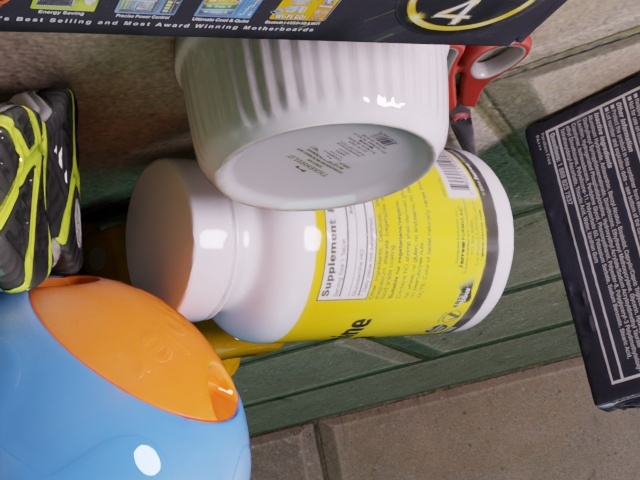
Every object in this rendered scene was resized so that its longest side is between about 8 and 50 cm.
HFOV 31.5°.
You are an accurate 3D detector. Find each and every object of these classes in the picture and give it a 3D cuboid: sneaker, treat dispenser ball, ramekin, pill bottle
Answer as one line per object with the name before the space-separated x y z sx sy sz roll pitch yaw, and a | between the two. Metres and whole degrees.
sneaker | -0.249 -0.037 0.791 0.147 0.145 0.384 -4 -179 -3
treat dispenser ball | -0.198 0.170 0.880 0.288 0.288 0.288 -10 164 -3
ramekin | -0.002 -0.100 0.836 0.207 0.109 0.207 -6 160 -2
pill bottle | 0.000 0.000 1.058 0.333 0.188 0.188 0 160 -32

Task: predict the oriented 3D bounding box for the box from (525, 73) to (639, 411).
box | 0.390 -0.018 1.067 0.182 0.296 0.294 6 157 -44

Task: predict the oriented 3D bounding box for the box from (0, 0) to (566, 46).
box | 0.009 -0.210 0.532 0.394 0.097 0.318 -2 158 -27

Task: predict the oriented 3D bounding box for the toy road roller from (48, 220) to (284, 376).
toy road roller | -0.187 0.067 1.134 0.240 0.203 0.329 -21 165 26

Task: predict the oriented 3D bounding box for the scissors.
scissors | 0.115 -0.122 1.036 0.108 0.021 0.297 -12 165 -6
